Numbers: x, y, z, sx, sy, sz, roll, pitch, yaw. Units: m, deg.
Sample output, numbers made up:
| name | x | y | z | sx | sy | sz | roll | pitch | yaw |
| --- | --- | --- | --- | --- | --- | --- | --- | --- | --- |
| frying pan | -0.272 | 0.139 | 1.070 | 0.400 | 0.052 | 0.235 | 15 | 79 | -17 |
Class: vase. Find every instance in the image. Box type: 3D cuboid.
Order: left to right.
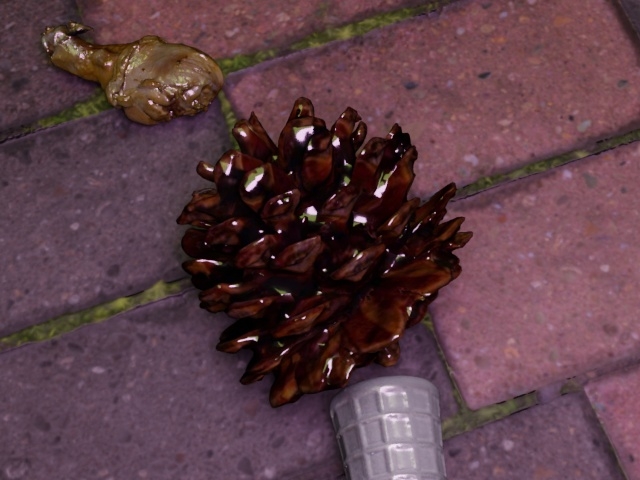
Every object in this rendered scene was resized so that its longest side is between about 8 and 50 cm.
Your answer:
| name | x | y | z | sx | sy | sz | roll | pitch | yaw |
| --- | --- | --- | --- | --- | --- | --- | --- | --- | --- |
| vase | 0.081 | 0.285 | 1.130 | 0.143 | 0.143 | 0.299 | -6 | 62 | -2 |

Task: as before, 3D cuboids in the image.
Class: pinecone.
| name | x | y | z | sx | sy | sz | roll | pitch | yaw |
| --- | --- | --- | --- | --- | --- | --- | --- | --- | --- |
| pinecone | -0.002 | -0.005 | 1.197 | 0.298 | 0.242 | 0.296 | -36 | 72 | -10 |

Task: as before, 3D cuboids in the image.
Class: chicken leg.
| name | x | y | z | sx | sy | sz | roll | pitch | yaw |
| --- | --- | --- | --- | --- | --- | --- | --- | --- | --- |
| chicken leg | -0.224 | -0.192 | 1.370 | 0.227 | 0.088 | 0.103 | 14 | 79 | 3 |
